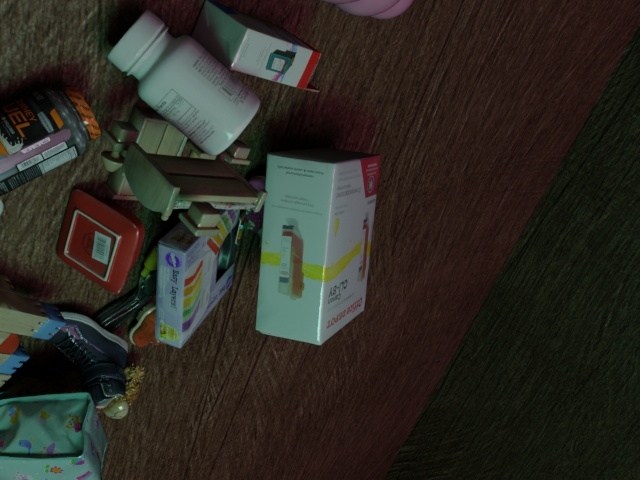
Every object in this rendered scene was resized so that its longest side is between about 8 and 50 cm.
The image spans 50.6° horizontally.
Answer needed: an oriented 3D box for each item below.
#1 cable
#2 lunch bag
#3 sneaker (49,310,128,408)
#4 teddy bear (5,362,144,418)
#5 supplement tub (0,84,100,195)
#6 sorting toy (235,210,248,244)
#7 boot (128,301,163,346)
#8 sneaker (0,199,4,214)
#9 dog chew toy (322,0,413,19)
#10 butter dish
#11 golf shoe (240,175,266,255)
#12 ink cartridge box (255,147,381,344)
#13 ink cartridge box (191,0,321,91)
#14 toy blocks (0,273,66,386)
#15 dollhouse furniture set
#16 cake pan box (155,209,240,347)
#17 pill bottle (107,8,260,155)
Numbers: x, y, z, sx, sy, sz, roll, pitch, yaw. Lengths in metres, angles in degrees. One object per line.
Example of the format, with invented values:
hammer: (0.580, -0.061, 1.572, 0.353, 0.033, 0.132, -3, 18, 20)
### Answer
cable: (-0.382, 0.096, 1.466, 0.287, 0.072, 0.139, -41, 165, 12)
lunch bag: (-0.561, 0.401, 1.303, 0.262, 0.160, 0.223, -2, 141, -6)
sneaker: (-0.478, 0.246, 1.361, 0.086, 0.163, 0.226, -30, 137, 22)
teddy bear: (-0.545, 0.360, 1.483, 0.245, 0.113, 0.338, -53, 146, 12)
supplement tub: (-0.447, -0.159, 1.043, 0.190, 0.117, 0.117, -34, 145, -21)
sorting toy: (-0.171, -0.032, 1.490, 0.083, 0.012, 0.062, -73, 174, -70)
boot: (-0.379, 0.211, 1.517, 0.059, 0.084, 0.158, -33, 166, -40)
sneaker: (-0.599, -0.061, 0.878, 0.236, 0.130, 0.323, -53, 136, -24)
dog chew toy: (0.076, -0.501, 1.211, 0.206, 0.206, 0.332, -56, 154, 14)
butter dish: (-0.391, -0.008, 1.266, 0.118, 0.160, 0.160, -35, 153, -61)
golf shoe: (-0.099, -0.055, 1.576, 0.140, 0.115, 0.306, -58, 152, -31)
ink cartridge box: (0.000, 0.000, 1.487, 0.279, 0.160, 0.384, -23, 121, -64)
ink cartridge box: (-0.098, -0.346, 1.223, 0.231, 0.134, 0.078, 1, 124, -49)
toy blocks: (-0.632, 0.190, 1.173, 0.381, 0.191, 0.261, -43, 157, 2)
dollhouse furniture set: (-0.213, -0.067, 1.184, 0.303, 0.355, 0.174, -1, 126, -49)
cake pan box: (-0.252, 0.051, 1.412, 0.267, 0.070, 0.246, -56, 162, -57)
pill bottle: (-0.223, -0.257, 1.103, 0.229, 0.131, 0.131, 40, 93, -21)
